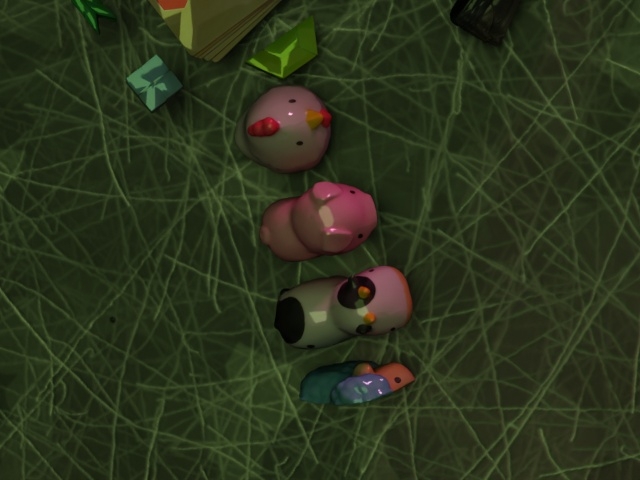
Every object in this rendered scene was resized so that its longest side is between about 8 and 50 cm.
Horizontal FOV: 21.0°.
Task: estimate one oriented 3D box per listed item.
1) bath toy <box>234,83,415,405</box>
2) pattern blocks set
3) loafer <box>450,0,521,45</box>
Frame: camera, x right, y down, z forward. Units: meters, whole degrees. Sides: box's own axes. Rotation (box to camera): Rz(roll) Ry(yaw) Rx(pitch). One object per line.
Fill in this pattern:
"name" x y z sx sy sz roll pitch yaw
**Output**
"bath toy" 0.000 0.000 1.819 0.151 0.129 0.348 -16 88 10
"pattern blocks set" -0.105 -0.299 1.848 0.324 0.026 0.285 -29 89 -5
"loafer" 0.209 -0.284 1.817 0.061 0.062 0.170 35 101 -15
